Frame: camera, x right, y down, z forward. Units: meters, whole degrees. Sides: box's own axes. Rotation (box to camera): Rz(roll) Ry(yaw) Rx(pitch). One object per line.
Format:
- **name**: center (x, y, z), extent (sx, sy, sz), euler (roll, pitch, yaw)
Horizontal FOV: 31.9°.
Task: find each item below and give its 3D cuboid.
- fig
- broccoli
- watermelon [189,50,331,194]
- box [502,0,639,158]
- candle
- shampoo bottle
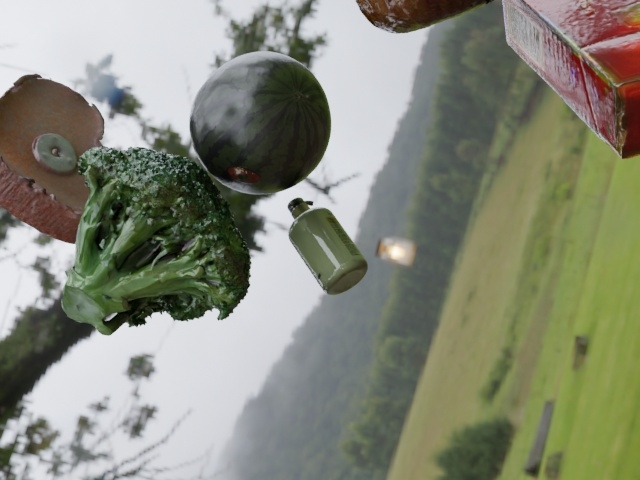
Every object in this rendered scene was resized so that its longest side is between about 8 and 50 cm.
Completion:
- **fig**: center (0.069, -0.271, 0.920), extent (0.201, 0.134, 0.146), euler (64, -164, -1)
- **broccoli**: center (-0.233, 0.012, 1.569), extent (0.275, 0.308, 0.308), euler (-51, -21, -37)
- **watermelon**: center (-0.089, -0.168, 1.624), extent (0.212, 0.212, 0.212), euler (14, -90, -83)
- **box**: center (0.337, -0.213, 1.175), extent (0.313, 0.197, 0.089), euler (-113, 10, -56)
- **candle**: center (-0.504, -0.135, 1.979), extent (0.131, 0.317, 0.287), euler (-41, -22, 32)
- **shampoo bottle**: center (0.000, 0.000, 1.686), extent (0.079, 0.162, 0.079), euler (-28, -25, -15)
